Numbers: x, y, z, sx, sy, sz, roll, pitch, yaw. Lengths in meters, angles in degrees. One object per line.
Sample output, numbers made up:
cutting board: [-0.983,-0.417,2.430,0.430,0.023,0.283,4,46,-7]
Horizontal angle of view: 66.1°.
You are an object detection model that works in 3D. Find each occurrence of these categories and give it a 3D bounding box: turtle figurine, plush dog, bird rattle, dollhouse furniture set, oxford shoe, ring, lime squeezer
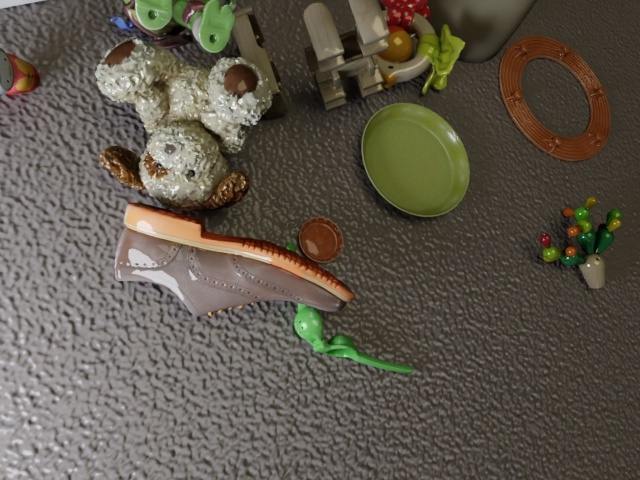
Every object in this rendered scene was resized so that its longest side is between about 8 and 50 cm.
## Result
turtle figurine: [-0.219,-0.409,0.747,0.274,0.198,0.266,-38,46,0]
plush dog: [-0.207,-0.159,0.773,0.262,0.210,0.226,14,86,5]
bird rattle: [0.171,-0.420,1.004,0.206,0.143,0.254,-30,83,-9]
dollhouse furniture set: [-0.014,-0.340,0.862,0.242,0.212,0.161,-19,82,3]
oxford shoe: [-0.129,0.057,0.753,0.363,0.130,0.133,18,92,-3]
ring: [0.576,-0.350,1.183,0.336,0.032,0.337,5,73,-18]
lime squeezer: [0.022,0.149,0.824,0.310,0.059,0.110,45,34,-2]

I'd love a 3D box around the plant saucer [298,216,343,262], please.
plant saucer: [0.000,0.000,0.871,0.083,0.013,0.084,6,72,-18]

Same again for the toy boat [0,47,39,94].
toy boat: [-0.532,-0.327,0.664,0.267,0.148,0.318,-43,105,4]

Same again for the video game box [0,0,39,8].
video game box: [-0.515,-0.476,0.799,0.205,0.048,0.187,-26,83,-25]

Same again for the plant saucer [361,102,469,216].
plant saucer: [0.184,-0.156,0.974,0.240,0.037,0.241,6,73,-18]

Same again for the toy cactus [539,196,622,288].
toy cactus: [0.556,0.015,1.045,0.219,0.112,0.181,-27,104,-28]

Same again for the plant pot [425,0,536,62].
plant pot: [0.374,-0.569,1.038,0.256,0.274,0.257,6,72,-19]
